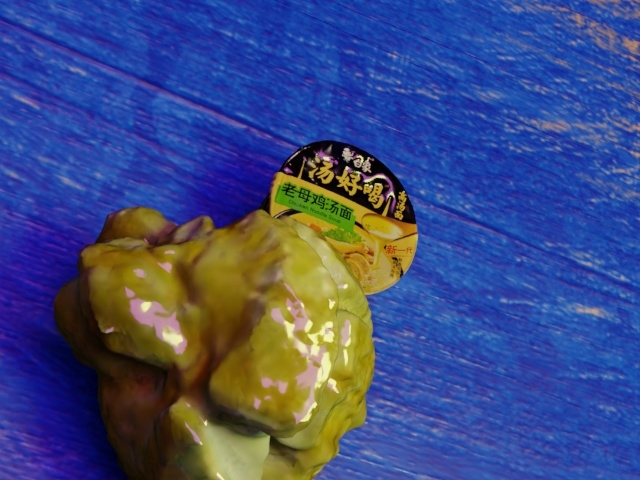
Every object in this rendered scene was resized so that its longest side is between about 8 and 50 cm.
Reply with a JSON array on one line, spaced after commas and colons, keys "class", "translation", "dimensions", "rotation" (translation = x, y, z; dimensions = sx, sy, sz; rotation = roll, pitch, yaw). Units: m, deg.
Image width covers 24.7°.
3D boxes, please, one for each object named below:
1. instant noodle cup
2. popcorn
[{"class": "instant noodle cup", "translation": [0.000, 0.000, 1.357], "dimensions": [0.151, 0.122, 0.151], "rotation": [10, 64, -21]}, {"class": "popcorn", "translation": [-0.090, 0.097, 1.205], "dimensions": [0.276, 0.225, 0.276], "rotation": [-2, 81, 10]}]
